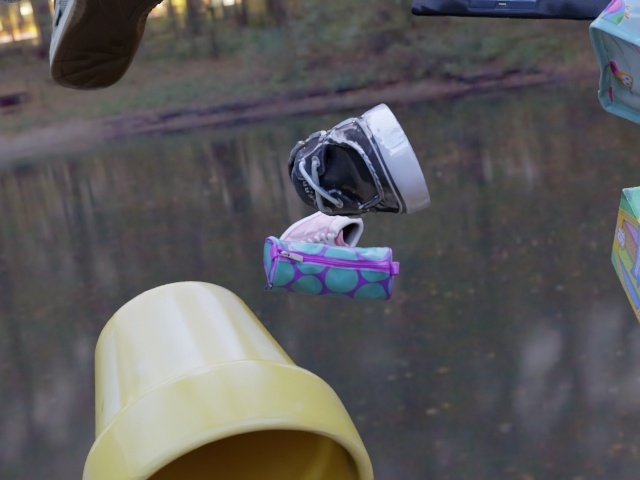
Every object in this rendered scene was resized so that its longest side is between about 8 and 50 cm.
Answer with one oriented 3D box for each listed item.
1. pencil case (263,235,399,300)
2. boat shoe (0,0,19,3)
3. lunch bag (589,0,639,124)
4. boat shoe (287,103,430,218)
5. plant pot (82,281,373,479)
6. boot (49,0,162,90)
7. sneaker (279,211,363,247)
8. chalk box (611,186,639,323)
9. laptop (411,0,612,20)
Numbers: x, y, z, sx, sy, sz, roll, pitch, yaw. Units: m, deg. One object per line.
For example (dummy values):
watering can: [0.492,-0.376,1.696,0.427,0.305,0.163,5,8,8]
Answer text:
pencil case: [0.010,0.033,1.455,0.152,0.064,0.070,5,-20,-9]
boat shoe: [-0.325,-0.351,1.162,0.119,0.335,0.121,24,60,33]
lunch bag: [0.401,-0.172,1.070,0.262,0.160,0.223,30,74,29]
boat shoe: [0.024,-0.068,1.233,0.102,0.108,0.301,-25,12,-7]
plant pot: [-0.109,0.175,1.180,0.254,0.254,0.239,-13,42,-16]
boot: [-0.152,-0.234,0.905,0.077,0.165,0.213,5,-36,-31]
sneaker: [0.000,0.000,1.711,0.134,0.051,0.070,-34,35,2]
chalk box: [0.453,0.043,1.522,0.132,0.132,0.213,-9,44,-6]
laptop: [0.203,-0.364,1.230,0.234,0.264,0.136,6,-15,26]
